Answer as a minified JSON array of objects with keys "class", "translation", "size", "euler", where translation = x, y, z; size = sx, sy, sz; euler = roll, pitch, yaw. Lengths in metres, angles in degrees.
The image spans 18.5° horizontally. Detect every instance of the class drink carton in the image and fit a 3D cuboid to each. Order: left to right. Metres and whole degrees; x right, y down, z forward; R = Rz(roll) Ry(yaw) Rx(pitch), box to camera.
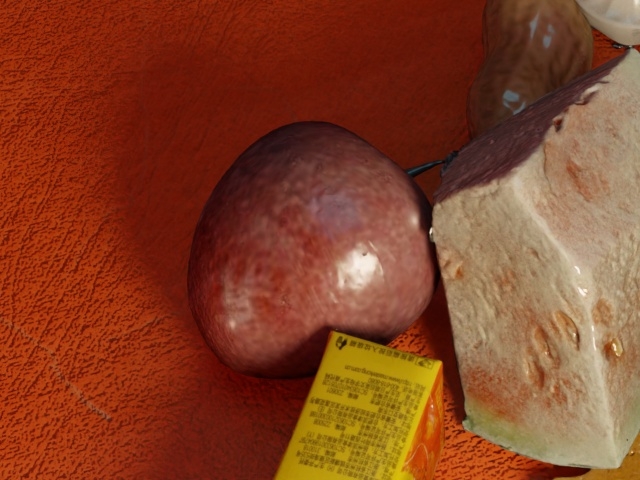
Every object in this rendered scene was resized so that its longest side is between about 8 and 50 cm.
[{"class":"drink carton","translation":[0.005,0.265,1.669],"size":[0.111,0.154,0.351],"euler":[14,56,15]}]

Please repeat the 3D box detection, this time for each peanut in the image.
[{"class":"peanut","translation":[0.213,-0.164,1.995],"size":[0.124,0.123,0.256],"euler":[5,56,9]}]

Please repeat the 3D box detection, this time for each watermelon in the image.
[{"class":"watermelon","translation":[0.201,-0.003,1.748],"size":[0.228,0.258,0.387],"euler":[3,77,27]}]

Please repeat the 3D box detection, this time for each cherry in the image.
[{"class":"cherry","translation":[0.000,0.000,1.831],"size":[0.285,0.213,0.236],"euler":[-37,20,-3]}]

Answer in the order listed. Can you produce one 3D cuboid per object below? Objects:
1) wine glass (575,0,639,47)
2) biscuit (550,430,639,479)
[{"class":"wine glass","translation":[0.343,-0.322,2.050],"size":[0.165,0.196,0.165],"euler":[-1,54,2]},{"class":"biscuit","translation":[0.318,0.209,1.757],"size":[0.240,0.035,0.158],"euler":[-35,61,-19]}]
